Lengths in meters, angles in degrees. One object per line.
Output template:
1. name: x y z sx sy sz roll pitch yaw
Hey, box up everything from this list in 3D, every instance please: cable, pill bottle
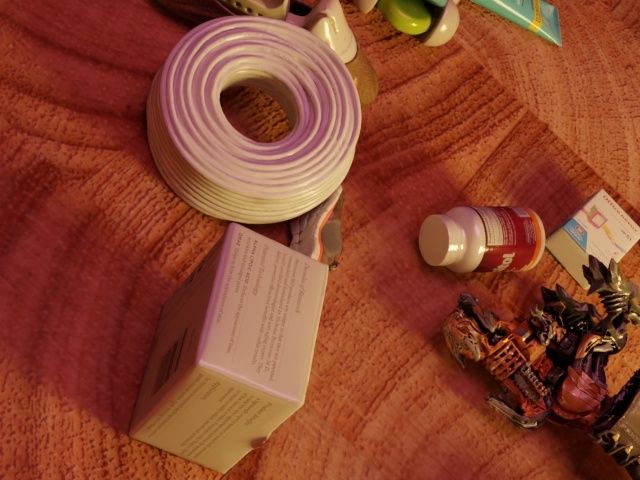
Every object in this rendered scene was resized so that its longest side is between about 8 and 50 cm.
1. cable: -0.077 -0.146 1.642 0.257 0.089 0.257 16 63 -12
2. pill bottle: 0.204 -0.001 1.753 0.152 0.086 0.086 -1 61 -32

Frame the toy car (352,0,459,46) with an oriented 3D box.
1. toy car: 0.140 -0.374 1.928 0.159 0.136 0.182 27 49 -15

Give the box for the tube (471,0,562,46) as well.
1. tube: 0.284 -0.361 2.076 0.207 0.052 0.080 21 57 -30

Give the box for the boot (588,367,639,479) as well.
1. boot: 0.397 0.294 1.629 0.229 0.091 0.263 44 60 -14

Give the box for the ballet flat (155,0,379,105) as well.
1. ballet flat: -0.052 -0.289 1.757 0.342 0.124 0.116 30 49 -13

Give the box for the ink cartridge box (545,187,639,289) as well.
1. ink cartridge box: 0.375 -0.004 1.886 0.088 0.052 0.122 47 46 4

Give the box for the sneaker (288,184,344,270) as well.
1. sneaker: 0.000 0.000 1.656 0.065 0.061 0.158 51 42 -31

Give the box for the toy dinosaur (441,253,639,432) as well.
1. toy dinosaur: 0.303 0.155 1.704 0.322 0.164 0.218 43 59 -26

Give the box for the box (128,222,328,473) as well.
1. box: -0.094 0.113 1.421 0.119 0.181 0.182 25 49 -17
